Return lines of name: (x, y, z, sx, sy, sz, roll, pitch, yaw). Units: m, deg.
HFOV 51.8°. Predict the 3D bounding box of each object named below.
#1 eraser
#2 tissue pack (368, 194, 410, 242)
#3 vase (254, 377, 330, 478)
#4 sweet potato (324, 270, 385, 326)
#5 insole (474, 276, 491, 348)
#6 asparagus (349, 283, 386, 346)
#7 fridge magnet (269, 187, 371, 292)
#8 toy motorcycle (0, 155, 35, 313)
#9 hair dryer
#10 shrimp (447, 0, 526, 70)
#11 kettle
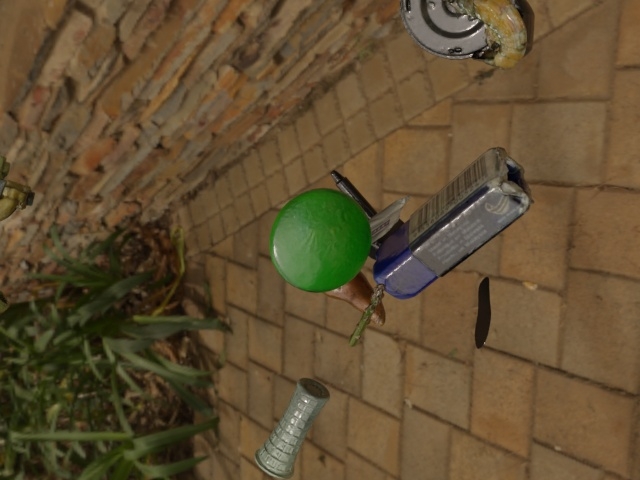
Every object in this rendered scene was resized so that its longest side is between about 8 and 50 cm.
eraser: (0.242, -0.025, 1.235, 0.332, 0.102, 0.155, -44, 15, 28)
tissue pack: (0.119, -0.025, 1.487, 0.026, 0.193, 0.122, 48, 157, 16)
vase: (-0.083, 0.581, 2.062, 0.143, 0.143, 0.298, 40, 109, 44)
sweet potato: (0.044, 0.098, 1.686, 0.359, 0.112, 0.112, 30, 119, 48)
insole: (0.297, 0.130, 1.204, 0.053, 0.002, 0.152, 123, 165, -47)
asparagus: (0.080, 0.136, 1.155, 0.025, 0.025, 0.248, 62, 160, 23)
fridge magnet: (0.000, 0.000, 1.281, 0.088, 0.208, 0.207, -148, 59, -66)
toy motorcycle: (-0.728, 0.004, 1.335, 0.169, 0.237, 0.409, 15, 90, 67)
hair dryer: (0.103, -0.070, 1.615, 0.248, 0.114, 0.071, 48, 148, -9)
shrimp: (0.251, -0.347, 1.060, 0.217, 0.051, 0.150, 47, 171, 42)
kettle: (0.312, -0.495, 1.277, 0.262, 0.308, 0.203, 19, 130, 7)
